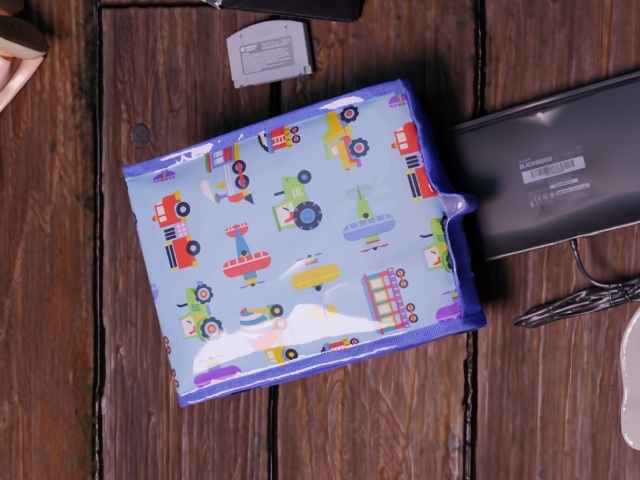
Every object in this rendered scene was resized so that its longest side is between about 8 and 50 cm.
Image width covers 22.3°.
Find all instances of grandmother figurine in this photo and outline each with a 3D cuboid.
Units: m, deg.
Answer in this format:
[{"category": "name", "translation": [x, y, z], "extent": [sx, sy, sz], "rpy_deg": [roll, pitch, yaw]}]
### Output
[{"category": "grandmother figurine", "translation": [-0.400, -0.095, 1.648], "extent": [0.342, 0.104, 0.208], "rpy_deg": [-50, 44, 25]}]

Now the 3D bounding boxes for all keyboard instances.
[{"category": "keyboard", "translation": [0.210, -0.022, 1.362], "extent": [0.317, 0.033, 0.201], "rpy_deg": [-15, 86, 29]}]

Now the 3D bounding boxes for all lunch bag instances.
[{"category": "lunch bag", "translation": [0.000, 0.000, 1.410], "extent": [0.293, 0.138, 0.221], "rpy_deg": [-17, 84, 29]}]

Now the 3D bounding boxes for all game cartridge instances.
[{"category": "game cartridge", "translation": [-0.046, -0.174, 1.494], "extent": [0.083, 0.017, 0.056], "rpy_deg": [-7, 94, 28]}]

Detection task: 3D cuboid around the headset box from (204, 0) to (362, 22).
[{"category": "headset box", "translation": [-0.101, -0.291, 1.383], "extent": [0.283, 0.246, 0.131], "rpy_deg": [25, 105, 23]}]

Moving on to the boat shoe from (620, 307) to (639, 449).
[{"category": "boat shoe", "translation": [0.274, 0.109, 1.328], "extent": [0.046, 0.038, 0.125], "rpy_deg": [8, 104, 35]}]
